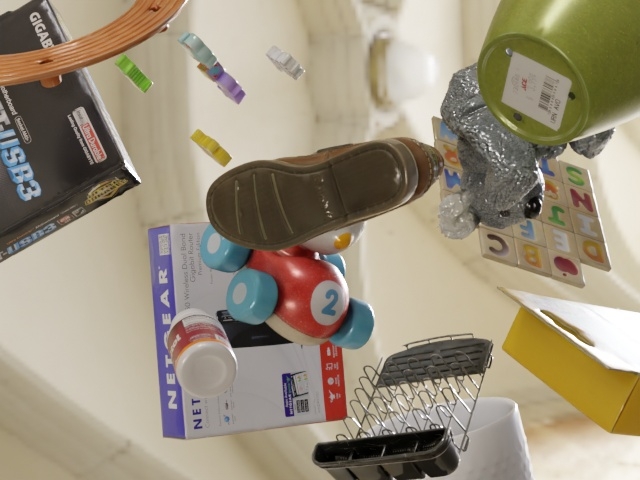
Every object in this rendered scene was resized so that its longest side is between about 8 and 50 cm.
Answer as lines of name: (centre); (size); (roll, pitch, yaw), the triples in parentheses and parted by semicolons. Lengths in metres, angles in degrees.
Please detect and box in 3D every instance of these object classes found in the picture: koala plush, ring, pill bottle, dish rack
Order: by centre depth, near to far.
ring: (-0.301, -0.238, 1.622); (0.336, 0.336, 0.032); (-55, -37, -47)
koala plush: (0.241, -0.102, 1.957); (0.196, 0.203, 0.221); (-30, -32, -24)
dish rack: (0.124, 0.219, 2.049); (0.074, 0.208, 0.271); (58, -142, -30)
pill bottle: (-0.170, 0.154, 2.108); (0.152, 0.086, 0.086); (-123, 21, -66)

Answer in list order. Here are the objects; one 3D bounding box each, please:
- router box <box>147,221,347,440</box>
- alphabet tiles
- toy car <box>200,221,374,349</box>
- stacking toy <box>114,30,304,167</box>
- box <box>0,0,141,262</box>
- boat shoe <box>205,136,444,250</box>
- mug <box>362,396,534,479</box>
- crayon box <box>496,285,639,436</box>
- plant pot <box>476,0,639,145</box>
router box: (-0.113, 0.136, 2.381); (0.301, 0.082, 0.335); (-4, -91, -33)
alphabet tiles: (0.303, -0.073, 2.275); (0.342, 0.285, 0.011); (-92, 27, -46)
toy car: (0.000, 0.000, 2.046); (0.219, 0.238, 0.210); (17, -150, -38)
stacking toy: (-0.135, -0.216, 1.889); (0.167, 0.052, 0.221); (-50, -46, -5)
box: (-0.416, -0.127, 1.905); (0.295, 0.293, 0.073); (63, -176, 24)
boat shoe: (0.006, -0.054, 1.773); (0.104, 0.307, 0.111); (-15, -83, -54)
mug: (0.206, 0.477, 2.534); (0.374, 0.276, 0.328); (-19, -83, -43)
crayon box: (0.364, 0.153, 1.776); (0.323, 0.203, 0.083); (12, -72, -39)
plant pot: (0.306, -0.236, 1.645); (0.293, 0.275, 0.275); (-43, -51, -37)
